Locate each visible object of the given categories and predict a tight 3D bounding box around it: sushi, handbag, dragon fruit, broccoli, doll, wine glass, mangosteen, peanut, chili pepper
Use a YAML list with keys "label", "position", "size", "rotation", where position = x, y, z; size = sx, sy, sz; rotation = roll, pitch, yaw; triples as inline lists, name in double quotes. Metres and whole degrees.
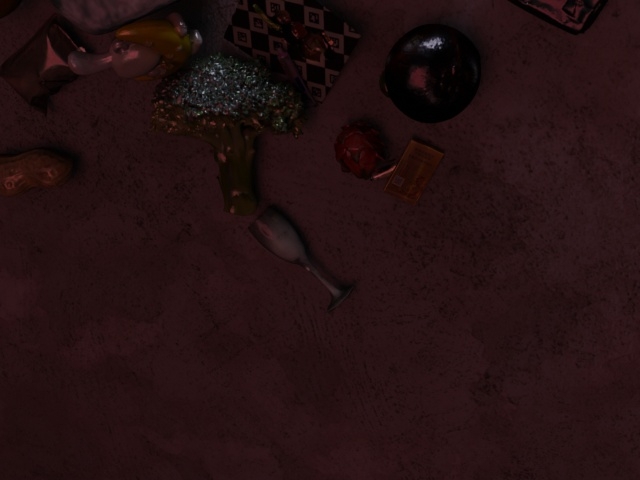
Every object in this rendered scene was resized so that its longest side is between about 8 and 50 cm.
- label: "sushi"
  position: [-0.060, -0.487, 1.886]
  size: [0.290, 0.050, 0.264]
  rotation: [35, 142, -1]
- label: "handbag"
  position: [-0.707, -0.446, 2.109]
  size: [0.271, 0.117, 0.182]
  rotation: [-30, 111, 29]
- label: "dragon fruit"
  position: [0.094, -0.212, 1.935]
  size: [0.121, 0.130, 0.142]
  rotation: [-29, 102, -6]
- label: "broccoli"
  position: [-0.264, -0.265, 2.006]
  size: [0.353, 0.275, 0.397]
  rotation: [46, 144, 14]
- label: "doll"
  position: [-0.396, -0.424, 1.814]
  size: [0.252, 0.237, 0.111]
  rotation: [-21, 84, 22]
- label: "wine glass"
  position: [0.000, 0.000, 2.078]
  size: [0.309, 0.096, 0.264]
  rotation: [46, 123, -5]
- label: "mangosteen"
  position: [0.237, -0.362, 1.761]
  size: [0.216, 0.216, 0.216]
  rotation: [8, 118, 16]
- label: "peanut"
  position: [-0.811, -0.187, 2.260]
  size: [0.299, 0.136, 0.120]
  rotation: [-6, 150, 22]
- label: "chili pepper"
  position: [-0.121, -0.507, 1.853]
  size: [0.083, 0.017, 0.030]
  rotation: [38, 164, -14]
- label: "handbag"
  position: [0.469, -0.571, 1.630]
  size: [0.275, 0.088, 0.244]
  rotation: [28, 124, 1]

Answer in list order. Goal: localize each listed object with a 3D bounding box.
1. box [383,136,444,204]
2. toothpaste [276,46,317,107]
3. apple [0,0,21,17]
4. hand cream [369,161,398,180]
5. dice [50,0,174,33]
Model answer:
- label: "box"
  position: [0.221, -0.165, 1.950]
  size: [0.089, 0.022, 0.156]
  rotation: [23, 122, -4]
- label: "toothpaste"
  position: [-0.061, -0.384, 1.933]
  size: [0.045, 0.028, 0.169]
  rotation: [-5, 129, 35]
- label: "apple"
  position: [-0.858, -0.675, 1.956]
  size: [0.250, 0.277, 0.309]
  rotation: [-5, 105, 37]
- label: "hand cream"
  position: [0.166, -0.167, 1.982]
  size: [0.102, 0.022, 0.035]
  rotation: [-18, 109, 21]
- label: "dice"
  position: [-0.418, -0.664, 1.764]
  size: [0.331, 0.328, 0.348]
  rotation: [-15, 109, 25]
